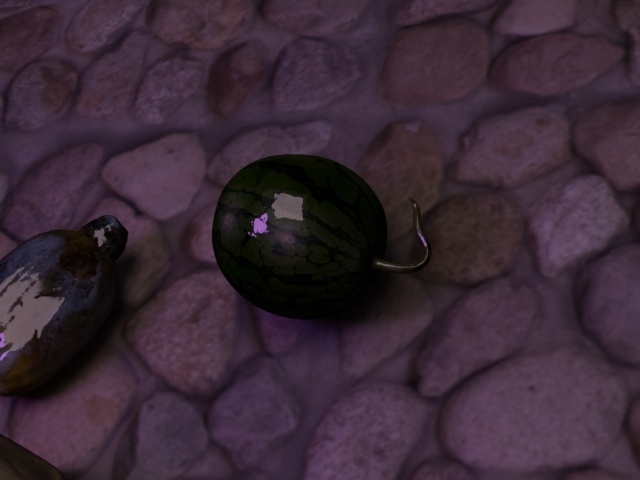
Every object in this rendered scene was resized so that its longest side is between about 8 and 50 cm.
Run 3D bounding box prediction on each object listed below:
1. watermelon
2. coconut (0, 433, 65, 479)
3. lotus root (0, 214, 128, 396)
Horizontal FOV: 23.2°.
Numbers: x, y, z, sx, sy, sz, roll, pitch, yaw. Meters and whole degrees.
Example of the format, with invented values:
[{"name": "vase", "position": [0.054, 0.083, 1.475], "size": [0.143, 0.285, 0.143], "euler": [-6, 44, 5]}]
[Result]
[{"name": "watermelon", "position": [0.000, 0.000, 1.303], "size": [0.187, 0.140, 0.140], "euler": [17, 61, 25]}, {"name": "coconut", "position": [-0.284, 0.238, 1.192], "size": [0.224, 0.224, 0.224], "euler": [-10, 52, 13]}, {"name": "lotus root", "position": [-0.243, 0.052, 1.387], "size": [0.113, 0.088, 0.192], "euler": [34, 70, 19]}]
